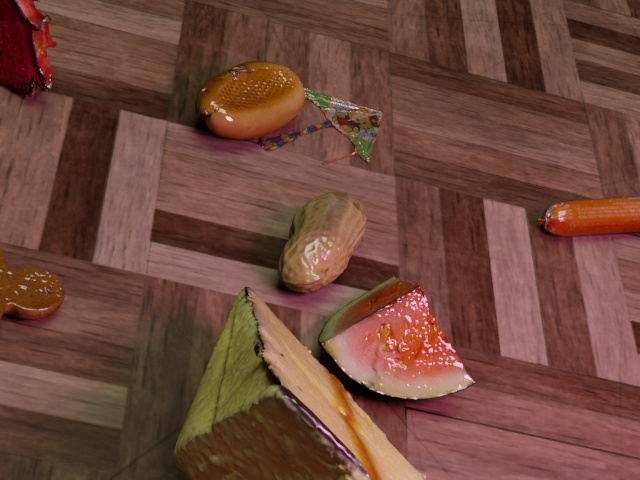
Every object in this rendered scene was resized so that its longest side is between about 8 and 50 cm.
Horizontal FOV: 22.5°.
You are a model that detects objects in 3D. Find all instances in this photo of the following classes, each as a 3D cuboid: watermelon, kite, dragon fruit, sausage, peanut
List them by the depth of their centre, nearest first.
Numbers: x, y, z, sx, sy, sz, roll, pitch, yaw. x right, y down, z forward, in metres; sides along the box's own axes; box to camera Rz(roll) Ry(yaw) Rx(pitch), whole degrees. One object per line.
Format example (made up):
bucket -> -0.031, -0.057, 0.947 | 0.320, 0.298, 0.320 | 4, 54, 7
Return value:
watermelon -> 0.100, 0.131, 1.951 | 0.145, 0.137, 0.193 | 59, 40, -8
peanut -> 0.000, 0.000, 2.065 | 0.093, 0.083, 0.194 | 26, 38, 8
dragon fruit -> -0.446, -0.325, 2.196 | 0.274, 0.161, 0.126 | 28, 40, 13
kite -> 0.001, -0.168, 2.338 | 0.244, 0.006, 0.198 | -17, 51, -39
sausage -> 0.462, -0.038, 2.354 | 0.347, 0.053, 0.053 | -3, 43, -28

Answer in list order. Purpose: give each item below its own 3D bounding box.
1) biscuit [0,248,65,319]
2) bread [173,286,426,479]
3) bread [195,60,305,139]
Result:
biscuit -> -0.397, 0.056, 1.853 | 0.205, 0.031, 0.138 | 7, 40, -18
bread -> 0.041, 0.206, 1.676 | 0.345, 0.242, 0.405 | 41, 37, -9
bread -> -0.103, -0.193, 2.265 | 0.189, 0.077, 0.114 | -27, 75, -39
